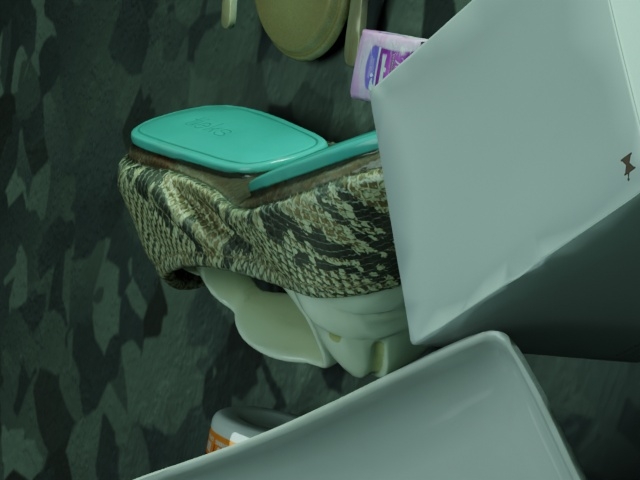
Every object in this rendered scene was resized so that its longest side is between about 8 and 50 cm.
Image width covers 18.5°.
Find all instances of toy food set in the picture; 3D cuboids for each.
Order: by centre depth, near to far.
[{"bbox_3d":[-0.005,-0.198,1.452,0.192,0.038,0.132,26,114,52],"label":"toy food set"}]

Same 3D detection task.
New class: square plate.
[{"bbox_3d":[0.069,0.241,1.069,0.347,0.049,0.344,-27,91,44],"label":"square plate"}]

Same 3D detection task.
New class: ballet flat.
[{"bbox_3d":[0.000,0.000,1.320,0.483,0.164,0.182,6,112,64],"label":"ballet flat"}]

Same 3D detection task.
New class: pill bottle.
[{"bbox_3d":[-0.048,0.200,1.394,0.086,0.086,0.152,23,104,58],"label":"pill bottle"}]

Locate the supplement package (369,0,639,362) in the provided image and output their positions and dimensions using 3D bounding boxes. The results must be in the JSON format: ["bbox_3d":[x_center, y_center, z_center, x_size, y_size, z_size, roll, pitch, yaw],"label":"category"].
[{"bbox_3d":[0.166,-0.042,0.974,0.194,0.203,0.149,-38,53,49],"label":"supplement package"}]

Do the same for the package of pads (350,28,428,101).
[{"bbox_3d":[0.054,-0.115,1.336,0.083,0.032,0.050,21,105,58],"label":"package of pads"}]
